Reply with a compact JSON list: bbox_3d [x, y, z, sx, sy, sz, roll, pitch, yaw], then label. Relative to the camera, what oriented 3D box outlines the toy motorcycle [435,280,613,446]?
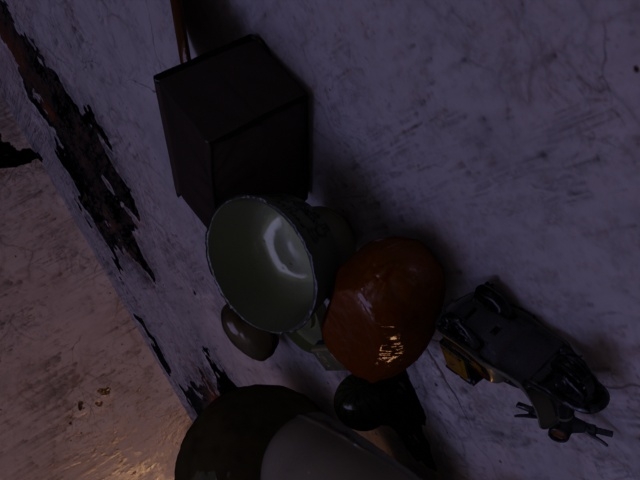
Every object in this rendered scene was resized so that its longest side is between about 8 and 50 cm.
[{"bbox_3d":[0.243,0.151,1.037,0.263,0.091,0.157,34,155,49],"label":"toy motorcycle"}]

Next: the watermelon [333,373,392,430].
[{"bbox_3d":[0.078,0.291,1.528,0.105,0.105,0.133,45,169,29],"label":"watermelon"}]

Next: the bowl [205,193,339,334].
[{"bbox_3d":[-0.055,0.019,1.244,0.211,0.112,0.211,18,120,34],"label":"bowl"}]

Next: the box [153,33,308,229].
[{"bbox_3d":[-0.125,-0.144,1.293,0.153,0.188,0.252,46,152,28],"label":"box"}]

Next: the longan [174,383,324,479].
[{"bbox_3d":[-0.125,0.508,1.851,0.391,0.391,0.391,45,154,30],"label":"longan"}]

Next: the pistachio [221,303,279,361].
[{"bbox_3d":[-0.154,0.194,1.870,0.149,0.113,0.113,59,157,2],"label":"pistachio"}]

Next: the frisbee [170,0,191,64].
[{"bbox_3d":[-0.217,-0.303,1.364,0.251,0.021,0.250,171,90,-83],"label":"frisbee"}]

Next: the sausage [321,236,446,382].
[{"bbox_3d":[0.089,0.095,1.196,0.153,0.141,0.268,42,153,18],"label":"sausage"}]

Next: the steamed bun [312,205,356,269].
[{"bbox_3d":[0.000,0.000,1.332,0.130,0.091,0.112,7,120,42],"label":"steamed bun"}]

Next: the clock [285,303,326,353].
[{"bbox_3d":[-0.059,0.116,1.679,0.235,0.029,0.235,45,153,30],"label":"clock"}]

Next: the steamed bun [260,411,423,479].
[{"bbox_3d":[0.048,0.482,1.525,0.374,0.241,0.374,32,163,11],"label":"steamed bun"}]

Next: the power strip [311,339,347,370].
[{"bbox_3d":[0.036,0.210,1.566,0.056,0.032,0.123,54,149,-15],"label":"power strip"}]
